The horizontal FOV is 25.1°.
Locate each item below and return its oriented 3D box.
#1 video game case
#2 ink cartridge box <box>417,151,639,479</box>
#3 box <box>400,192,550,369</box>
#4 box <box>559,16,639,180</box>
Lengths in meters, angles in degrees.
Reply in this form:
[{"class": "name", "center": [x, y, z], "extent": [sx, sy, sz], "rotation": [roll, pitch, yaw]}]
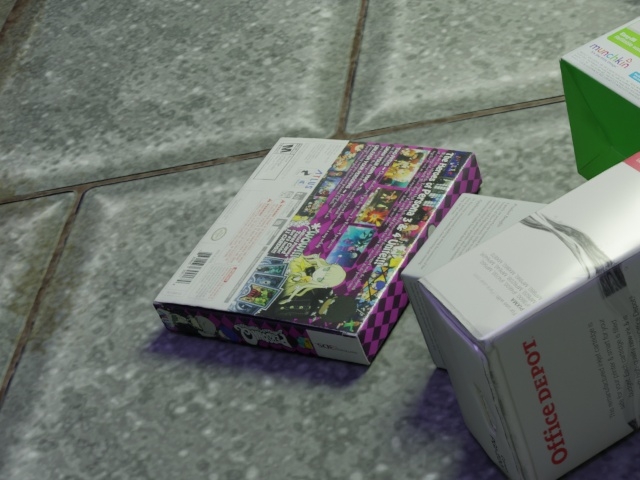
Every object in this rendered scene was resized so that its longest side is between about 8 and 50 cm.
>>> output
[{"class": "video game case", "center": [0.000, 0.000, 1.245], "extent": [0.210, 0.041, 0.232], "rotation": [6, 45, 33]}, {"class": "ink cartridge box", "center": [0.193, 0.051, 0.986], "extent": [0.218, 0.158, 0.092], "rotation": [-31, 39, -12]}, {"class": "box", "center": [0.132, 0.036, 1.084], "extent": [0.087, 0.102, 0.101], "rotation": [9, 46, 38]}, {"class": "box", "center": [0.355, -0.094, 1.094], "extent": [0.231, 0.126, 0.262], "rotation": [-28, 39, -15]}]
